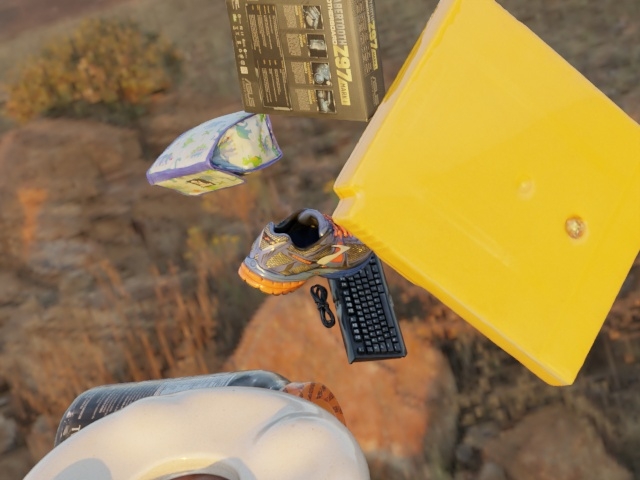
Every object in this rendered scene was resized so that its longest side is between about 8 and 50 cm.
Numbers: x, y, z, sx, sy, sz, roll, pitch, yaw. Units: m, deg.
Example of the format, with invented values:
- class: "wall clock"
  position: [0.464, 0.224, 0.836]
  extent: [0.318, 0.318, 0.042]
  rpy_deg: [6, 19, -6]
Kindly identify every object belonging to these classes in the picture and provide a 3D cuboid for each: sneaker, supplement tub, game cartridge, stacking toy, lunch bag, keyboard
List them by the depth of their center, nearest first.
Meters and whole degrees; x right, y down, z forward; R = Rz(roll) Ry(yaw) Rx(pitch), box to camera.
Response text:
- class: "stacking toy"
  position: [-0.093, 0.415, 1.371]
  extent: [0.351, 0.479, 0.350]
  rpy_deg: [-9, 26, 5]
- class: "game cartridge"
  position: [0.191, -0.056, 1.412]
  extent: [0.285, 0.324, 0.053]
  rpy_deg: [-60, 20, -18]
- class: "sneaker"
  position: [0.000, 0.000, 1.715]
  extent: [0.083, 0.087, 0.221]
  rpy_deg: [38, 37, 26]
- class: "supplement tub"
  position: [-0.148, 0.272, 1.759]
  extent: [0.338, 0.207, 0.207]
  rpy_deg: [-8, 18, 27]
- class: "keyboard"
  position: [0.043, 0.080, 1.812]
  extent: [0.108, 0.023, 0.180]
  rpy_deg: [-4, 51, -13]
- class: "lunch bag"
  position: [-0.150, -0.116, 1.944]
  extent: [0.129, 0.096, 0.151]
  rpy_deg: [-12, 10, 41]

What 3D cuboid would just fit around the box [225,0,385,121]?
- class: "box"
  position: [-0.022, -0.266, 1.708]
  extent: [0.183, 0.232, 0.059]
  rpy_deg: [7, 30, 31]
